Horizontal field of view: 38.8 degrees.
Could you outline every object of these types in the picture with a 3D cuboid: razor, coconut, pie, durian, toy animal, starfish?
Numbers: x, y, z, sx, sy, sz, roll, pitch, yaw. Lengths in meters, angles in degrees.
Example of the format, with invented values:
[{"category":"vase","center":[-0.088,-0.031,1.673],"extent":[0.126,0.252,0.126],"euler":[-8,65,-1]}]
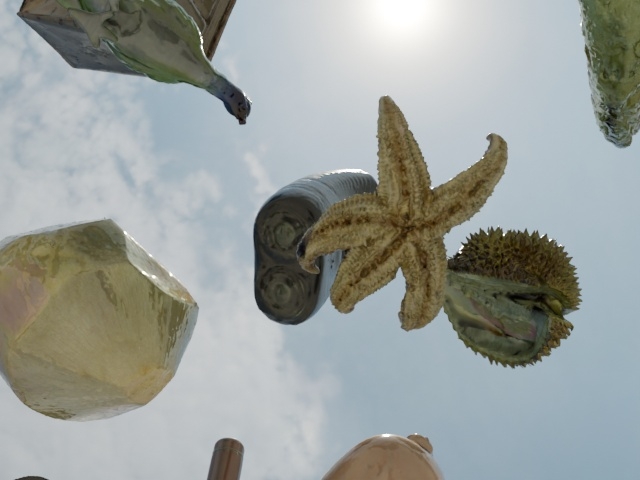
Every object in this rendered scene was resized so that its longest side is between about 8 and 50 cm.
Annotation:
[{"category":"razor","center":[-0.002,0.000,1.403],"extent":[0.349,0.113,0.204],"euler":[-29,-56,-67]},{"category":"coconut","center":[-0.241,0.082,0.926],"extent":[0.197,0.237,0.237],"euler":[-42,-69,-9]},{"category":"pie","center":[0.312,-0.262,0.983],"extent":[0.323,0.070,0.323],"euler":[-9,-90,-73]},{"category":"durian","center":[0.261,0.061,1.279],"extent":[0.137,0.237,0.193],"euler":[-31,-38,-36]},{"category":"toy animal","center":[0.104,0.311,0.928],"extent":[0.210,0.229,0.221],"euler":[51,-155,-61]},{"category":"toy animal","center":[-0.120,-0.126,0.443],"extent":[0.217,0.075,0.041],"euler":[33,-82,-14]},{"category":"starfish","center":[0.078,-0.025,0.876],"extent":[0.216,0.238,0.071],"euler":[59,-163,-5]}]

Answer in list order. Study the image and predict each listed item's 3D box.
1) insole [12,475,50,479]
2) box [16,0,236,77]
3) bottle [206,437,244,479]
[{"category":"insole","center":[-0.450,0.418,1.090],"extent":[0.119,0.009,0.348],"euler":[45,-100,-2]},{"category":"box","center":[-0.333,-0.426,1.598],"extent":[0.190,0.297,0.225],"euler":[48,-123,-58]},{"category":"bottle","center":[-0.155,0.384,1.451],"extent":[0.053,0.053,0.140],"euler":[40,-144,-27]}]
